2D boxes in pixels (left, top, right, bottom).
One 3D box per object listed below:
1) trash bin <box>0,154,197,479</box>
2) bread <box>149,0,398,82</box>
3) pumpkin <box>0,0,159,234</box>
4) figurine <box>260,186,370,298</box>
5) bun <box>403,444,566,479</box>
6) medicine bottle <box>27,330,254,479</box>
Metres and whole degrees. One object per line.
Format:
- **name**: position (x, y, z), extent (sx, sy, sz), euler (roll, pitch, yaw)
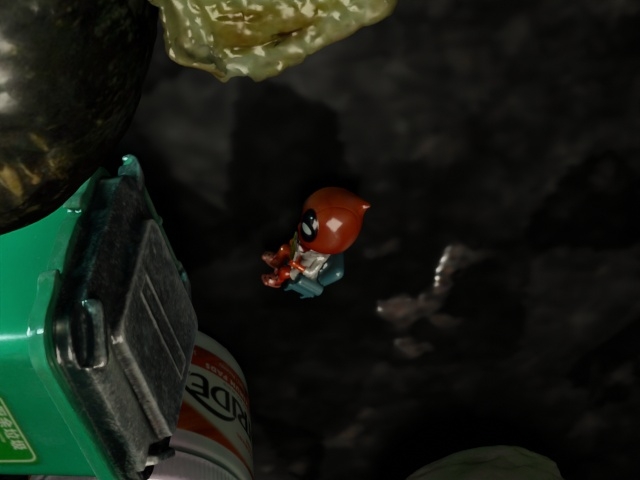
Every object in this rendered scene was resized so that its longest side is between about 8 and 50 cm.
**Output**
- **trash bin**: position (-0.334, 0.087, 1.337), extent (0.381, 0.295, 0.259), euler (-5, 133, 12)
- **bread**: position (-0.018, -0.276, 1.033), extent (0.238, 0.252, 0.196), euler (-27, 118, 26)
- **pumpkin**: position (-0.350, -0.196, 1.012), extent (0.454, 0.344, 0.454), euler (-1, 124, -1)
- **figurine**: position (0.000, 0.000, 1.411), extent (0.075, 0.068, 0.140), euler (25, 126, -22)
- **bun**: position (0.226, 0.351, 1.679), extent (0.293, 0.187, 0.293), euler (12, 145, 9)
- **medicine bottle**: position (-0.202, 0.254, 1.498), extent (0.252, 0.241, 0.252), euler (-3, 133, -3)
